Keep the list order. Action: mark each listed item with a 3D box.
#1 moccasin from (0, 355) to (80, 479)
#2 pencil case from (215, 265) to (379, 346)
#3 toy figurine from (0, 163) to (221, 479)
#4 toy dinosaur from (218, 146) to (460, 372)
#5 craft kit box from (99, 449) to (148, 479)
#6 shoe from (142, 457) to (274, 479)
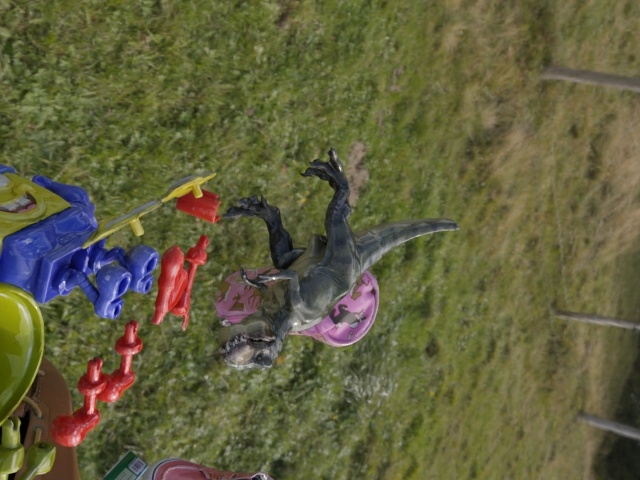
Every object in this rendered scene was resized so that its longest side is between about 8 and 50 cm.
[{"bbox_3d":[-0.372,0.230,0.657,0.139,0.380,0.147,-37,131,-1],"label":"moccasin"},{"bbox_3d":[-0.058,0.119,1.122,0.160,0.386,0.167,29,67,-29],"label":"pencil case"},{"bbox_3d":[-0.252,0.032,0.432,0.362,0.217,0.191,-53,163,-62],"label":"toy figurine"},{"bbox_3d":[0.000,0.000,0.463,0.268,0.064,0.118,-32,88,-37],"label":"toy dinosaur"},{"bbox_3d":[-0.447,0.532,1.032,0.246,0.061,0.250,-54,177,20],"label":"craft kit box"},{"bbox_3d":[-0.124,0.298,0.696,0.178,0.081,0.063,42,35,-44],"label":"shoe"}]
